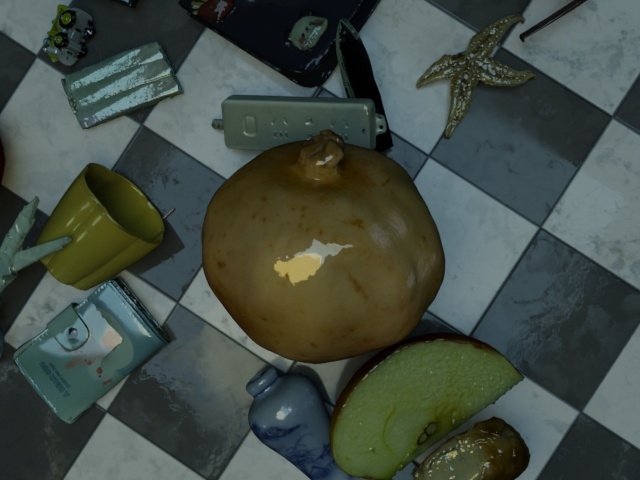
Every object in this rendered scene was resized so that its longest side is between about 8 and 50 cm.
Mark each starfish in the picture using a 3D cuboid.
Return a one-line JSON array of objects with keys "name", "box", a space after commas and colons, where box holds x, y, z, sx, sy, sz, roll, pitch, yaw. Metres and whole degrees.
[{"name": "starfish", "box": [0.305, -0.317, 1.458, 0.247, 0.050, 0.138, -34, 89, 4]}]

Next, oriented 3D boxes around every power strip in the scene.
[{"name": "power strip", "box": [-0.049, -0.214, 1.424, 0.338, 0.058, 0.098, 5, 116, 17]}]

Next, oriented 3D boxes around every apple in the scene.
[{"name": "apple", "box": [0.164, 0.270, 1.345, 0.346, 0.254, 0.179, -34, 70, -2]}]

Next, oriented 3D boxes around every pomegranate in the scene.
[{"name": "pomegranate", "box": [0.000, 0.000, 1.297, 0.411, 0.411, 0.411, 0, 88, 3]}]

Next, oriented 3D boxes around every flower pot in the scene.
[{"name": "flower pot", "box": [-0.414, -0.014, 1.422, 0.179, 0.195, 0.195, -40, 87, 14]}]

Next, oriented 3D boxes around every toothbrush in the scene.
[{"name": "toothbrush", "box": [-0.317, -0.029, 1.497, 0.097, 0.008, 0.006, -44, 101, 0]}]

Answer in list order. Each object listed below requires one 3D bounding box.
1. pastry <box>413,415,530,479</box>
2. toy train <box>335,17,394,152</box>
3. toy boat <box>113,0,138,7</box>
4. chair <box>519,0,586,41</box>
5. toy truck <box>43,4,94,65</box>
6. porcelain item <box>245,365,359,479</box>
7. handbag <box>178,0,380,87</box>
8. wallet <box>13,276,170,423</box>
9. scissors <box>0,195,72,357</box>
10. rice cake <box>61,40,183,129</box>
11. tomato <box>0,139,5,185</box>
[{"name": "pastry", "box": [0.266, 0.396, 1.355, 0.218, 0.229, 0.100, -6, 54, -33]}, {"name": "toy train", "box": [0.072, -0.282, 1.422, 0.055, 0.048, 0.252, -23, 110, -13]}, {"name": "toy boat", "box": [-0.442, -0.525, 1.474, 0.246, 0.103, 0.093, 24, 90, 6]}, {"name": "chair", "box": [0.462, -0.536, 1.385, 0.326, 0.175, 0.183, -28, 62, 6]}, {"name": "toy truck", "box": [-0.492, -0.394, 1.488, 0.077, 0.076, 0.111, 24, 91, 20]}, {"name": "porcelain item", "box": [-0.033, 0.346, 1.414, 0.141, 0.141, 0.259, -39, 95, 1]}, {"name": "handbag", "box": [-0.066, -0.487, 1.447, 0.329, 0.122, 0.303, 33, 90, 5]}, {"name": "wallet", "box": [-0.435, 0.204, 1.465, 0.250, 0.075, 0.176, -39, 92, 1]}, {"name": "scissors", "box": [-0.583, 0.057, 1.413, 0.383, 0.029, 0.256, -33, 87, 29]}, {"name": "rice cake", "box": [-0.384, -0.296, 1.493, 0.211, 0.038, 0.124, -25, 88, 2]}, {"name": "tomato", "box": [-0.702, -0.129, 1.399, 0.298, 0.226, 0.299, -21, 51, 29]}]
